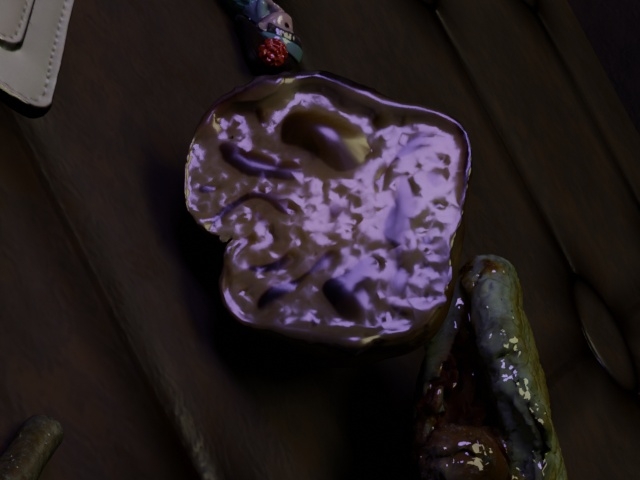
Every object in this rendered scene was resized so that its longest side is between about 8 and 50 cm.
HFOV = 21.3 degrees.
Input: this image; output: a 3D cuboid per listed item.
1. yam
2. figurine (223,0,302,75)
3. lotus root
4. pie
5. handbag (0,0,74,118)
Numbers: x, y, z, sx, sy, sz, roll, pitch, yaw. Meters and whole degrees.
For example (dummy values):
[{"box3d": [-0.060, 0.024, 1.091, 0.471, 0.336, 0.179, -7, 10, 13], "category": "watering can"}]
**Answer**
[{"box3d": [-0.155, 0.115, 0.840, 0.033, 0.027, 0.129, 57, 21, -14], "category": "yam"}, {"box3d": [-0.051, -0.185, 1.407, 0.106, 0.047, 0.060, 64, 5, 17], "category": "figurine"}, {"box3d": [0.000, 0.001, 1.190, 0.180, 0.199, 0.188, 100, 9, -72], "category": "lotus root"}, {"box3d": [0.136, 0.143, 1.269, 0.257, 0.105, 0.274, -76, 157, -44], "category": "pie"}, {"box3d": [-0.243, -0.180, 0.835, 0.237, 0.160, 0.358, 43, 26, -26], "category": "handbag"}]
